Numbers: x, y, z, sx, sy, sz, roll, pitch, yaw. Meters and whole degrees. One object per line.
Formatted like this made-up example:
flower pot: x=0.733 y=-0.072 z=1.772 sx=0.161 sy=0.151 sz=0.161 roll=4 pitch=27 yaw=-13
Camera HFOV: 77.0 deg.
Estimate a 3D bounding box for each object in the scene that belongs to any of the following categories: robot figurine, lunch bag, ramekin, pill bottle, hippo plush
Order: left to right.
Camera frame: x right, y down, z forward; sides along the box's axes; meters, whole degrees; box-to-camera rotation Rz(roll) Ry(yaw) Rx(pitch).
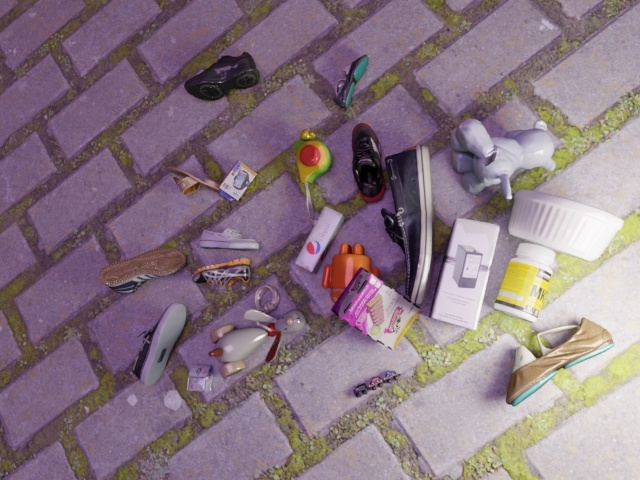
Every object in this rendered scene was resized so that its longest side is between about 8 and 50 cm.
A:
lunch bag: x=-0.407 y=0.465 z=1.358 sx=0.071 sy=0.053 sz=0.083 roll=1 pitch=72 yaw=11
robot figurine: x=0.096 y=0.119 z=1.266 sx=0.158 sy=0.128 sz=0.219 roll=7 pitch=81 yaw=-19
hippo plush: x=0.539 y=-0.276 z=1.172 sx=0.236 sy=0.294 sz=0.234 roll=-24 pitch=98 yaw=0
pill bottle: x=0.593 y=0.121 z=1.162 sx=0.119 sy=0.119 sz=0.208 roll=20 pitch=86 yaw=15
ramekin: x=0.654 y=-0.038 z=1.110 sx=0.273 sy=0.273 sz=0.127 roll=22 pitch=99 yaw=15

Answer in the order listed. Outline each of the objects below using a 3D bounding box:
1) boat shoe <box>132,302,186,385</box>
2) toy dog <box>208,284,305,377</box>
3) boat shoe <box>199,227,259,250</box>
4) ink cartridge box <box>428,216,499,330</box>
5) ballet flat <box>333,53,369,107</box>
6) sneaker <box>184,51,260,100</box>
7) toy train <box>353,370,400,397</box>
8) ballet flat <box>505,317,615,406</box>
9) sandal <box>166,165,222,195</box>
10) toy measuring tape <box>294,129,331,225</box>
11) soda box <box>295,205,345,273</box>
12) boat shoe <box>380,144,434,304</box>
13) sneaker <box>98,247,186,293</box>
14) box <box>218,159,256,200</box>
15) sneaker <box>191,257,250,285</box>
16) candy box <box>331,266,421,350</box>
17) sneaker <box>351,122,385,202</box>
boat shoe: x=-0.563 y=0.340 z=1.384 sx=0.105 sy=0.113 sz=0.306 roll=27 pitch=103 yaw=21
toy dog: x=-0.226 y=0.309 z=1.287 sx=0.220 sy=0.161 sz=0.333 roll=44 pitch=92 yaw=15
boat shoe: x=-0.321 y=-0.007 z=1.400 sx=0.226 sy=0.083 sz=0.076 roll=2 pitch=82 yaw=13
ink cartridge box: x=0.408 y=0.100 z=1.160 sx=0.121 sy=0.211 sz=0.289 roll=14 pitch=83 yaw=16
ballet flat: x=0.100 y=-0.566 z=1.410 sx=0.074 sy=0.074 sz=0.203 roll=24 pitch=89 yaw=15
sneaker: x=-0.373 y=-0.621 z=1.514 sx=0.286 sy=0.109 sz=0.130 roll=-15 pitch=71 yaw=0
toy train: x=0.175 y=0.442 z=1.249 sx=0.158 sy=0.027 sz=0.036 roll=-27 pitch=65 yaw=7
ballet flat: x=0.640 y=0.328 z=1.133 sx=0.342 sy=0.116 sz=0.124 roll=-34 pitch=55 yaw=5
sandal: x=-0.472 y=-0.198 z=1.463 sx=0.240 sy=0.088 sz=0.079 roll=19 pitch=79 yaw=10
toy measuring tape: x=-0.008 y=-0.219 z=1.359 sx=0.121 sy=0.121 sz=0.330 roll=-12 pitch=87 yaw=10
soda box: x=0.000 y=0.000 z=1.334 sx=0.069 sy=0.074 sz=0.216 roll=27 pitch=87 yaw=15
boat shoe: x=0.269 y=-0.054 z=1.236 sx=0.156 sy=0.187 sz=0.500 roll=-4 pitch=75 yaw=17
sneaker: x=-0.630 y=0.112 z=1.452 sx=0.282 sy=0.153 sz=0.099 roll=-15 pitch=73 yaw=-21
box: x=-0.299 y=-0.209 z=1.436 sx=0.081 sy=0.028 sz=0.136 roll=35 pitch=88 yaw=-25
sneaker: x=-0.342 y=0.122 z=1.386 sx=0.215 sy=0.084 sz=0.083 roll=-14 pitch=83 yaw=9
candy box: x=0.169 y=0.206 z=1.196 sx=0.233 sy=0.071 sz=0.159 roll=34 pitch=90 yaw=-28
sneaker: x=0.152 y=-0.269 z=1.316 sx=0.098 sy=0.135 sz=0.276 roll=-9 pitch=78 yaw=13
